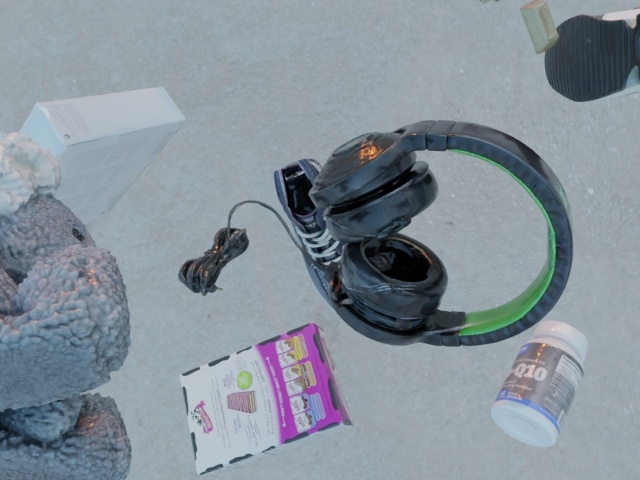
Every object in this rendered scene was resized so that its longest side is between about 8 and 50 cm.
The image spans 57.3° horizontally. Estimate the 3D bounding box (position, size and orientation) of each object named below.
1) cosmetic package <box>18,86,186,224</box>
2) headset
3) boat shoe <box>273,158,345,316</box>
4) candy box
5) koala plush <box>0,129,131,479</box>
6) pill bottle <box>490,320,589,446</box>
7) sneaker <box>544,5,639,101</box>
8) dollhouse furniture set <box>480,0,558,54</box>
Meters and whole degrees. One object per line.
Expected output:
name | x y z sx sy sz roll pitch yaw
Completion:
cosmetic package | -0.473 -0.133 1.136 0.377 0.284 0.097 -37 85 35
headset | 0.053 0.009 0.621 0.395 0.185 0.243 1 117 24
boat shoe | 0.000 0.000 1.125 0.127 0.158 0.340 -24 86 12
candy box | -0.085 0.243 0.894 0.234 0.071 0.159 -22 62 9
koala plush | -0.228 0.037 0.411 0.221 0.204 0.196 -101 20 -49
pill bottle | 0.266 0.167 0.700 0.078 0.078 0.137 24 57 24
sneaker | 0.447 -0.254 0.778 0.330 0.146 0.122 -154 57 -67
dollhouse furniture set | 0.249 -0.293 0.776 0.091 0.081 0.114 -29 103 -11
